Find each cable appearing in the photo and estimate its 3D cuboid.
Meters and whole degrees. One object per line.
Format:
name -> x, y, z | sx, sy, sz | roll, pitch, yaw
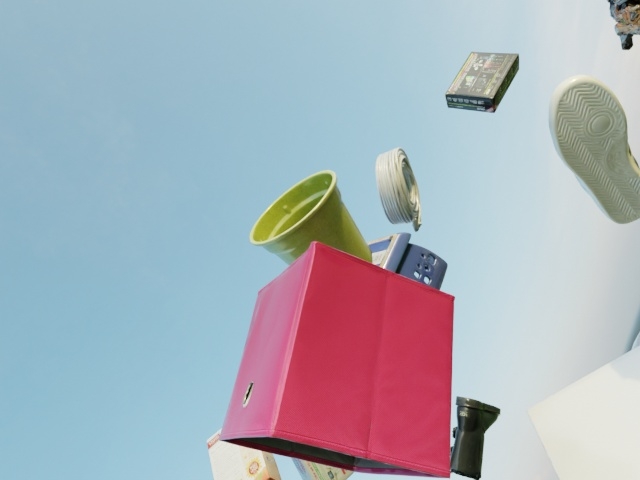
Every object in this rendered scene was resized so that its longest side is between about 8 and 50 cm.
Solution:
cable -> 0.263, -0.179, 1.506 | 0.257, 0.089, 0.257 | 57, -148, -35

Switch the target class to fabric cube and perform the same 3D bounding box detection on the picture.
fabric cube -> 0.024, 0.196, 0.689 | 0.259, 0.254, 0.257 | 21, -120, -17

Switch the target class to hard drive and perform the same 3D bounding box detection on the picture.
hard drive -> 0.502, 0.258, 0.645 | 0.047, 0.233, 0.353 | 41, -69, -19

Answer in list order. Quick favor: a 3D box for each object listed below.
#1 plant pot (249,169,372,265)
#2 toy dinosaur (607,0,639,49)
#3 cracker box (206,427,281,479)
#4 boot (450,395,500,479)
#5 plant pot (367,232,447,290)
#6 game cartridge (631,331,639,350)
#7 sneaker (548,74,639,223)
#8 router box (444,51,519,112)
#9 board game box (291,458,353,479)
plant pot -> 0.000, 0.000, 1.187 | 0.254, 0.276, 0.276 | 50, -117, -22
toy dinosaur -> 0.434, -0.390, 0.602 | 0.321, 0.165, 0.218 | -83, -12, -48
cracker box -> -0.209, 0.593, 1.205 | 0.156, 0.232, 0.067 | -39, -54, 1
boot -> 0.437, 0.567, 1.284 | 0.247, 0.094, 0.207 | 33, -115, -48
plant pot -> 0.234, 0.117, 1.453 | 0.212, 0.236, 0.235 | 42, -122, -20
game cartridge -> 0.702, 0.232, 0.838 | 0.297, 0.198, 0.062 | -17, -54, -45
sneaker -> 0.559, -0.193, 0.927 | 0.350, 0.131, 0.148 | 50, -153, -24
router box -> 0.302, -0.297, 0.838 | 0.122, 0.092, 0.038 | -56, -37, -18
board game box -> 0.051, 0.558, 1.325 | 0.304, 0.098, 0.223 | -28, -91, -33
